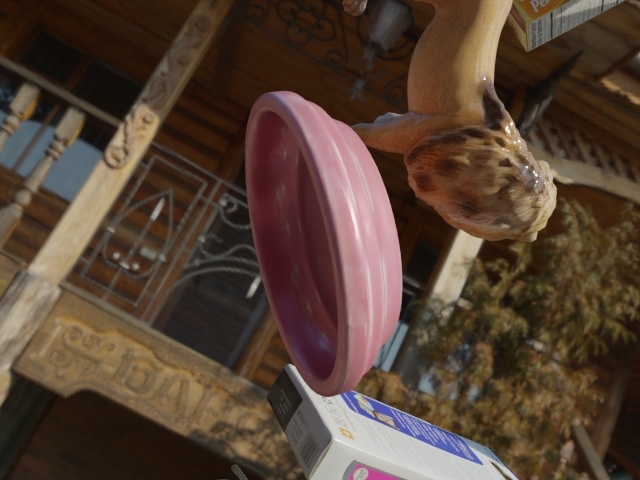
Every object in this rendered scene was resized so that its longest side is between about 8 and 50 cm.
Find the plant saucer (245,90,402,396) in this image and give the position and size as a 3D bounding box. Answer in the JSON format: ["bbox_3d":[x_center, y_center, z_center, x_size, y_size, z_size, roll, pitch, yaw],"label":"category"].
[{"bbox_3d":[0.000,0.000,0.831,0.084,0.332,0.332,-12,-11,-18],"label":"plant saucer"}]

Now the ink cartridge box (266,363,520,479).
[{"bbox_3d":[0.117,0.279,0.964,0.371,0.069,0.176,25,9,-26],"label":"ink cartridge box"}]

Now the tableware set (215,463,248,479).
[{"bbox_3d":[-0.130,0.465,1.213,0.194,0.128,0.039,55,-8,-23],"label":"tableware set"}]

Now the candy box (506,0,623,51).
[{"bbox_3d":[0.403,-0.440,1.119,0.183,0.316,0.087,66,9,24],"label":"candy box"}]

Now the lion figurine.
[{"bbox_3d":[0.148,-0.197,0.841,0.240,0.392,0.142,10,18,40],"label":"lion figurine"}]
